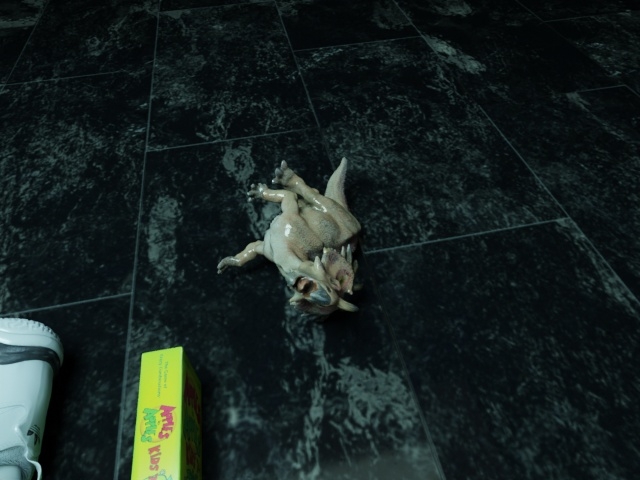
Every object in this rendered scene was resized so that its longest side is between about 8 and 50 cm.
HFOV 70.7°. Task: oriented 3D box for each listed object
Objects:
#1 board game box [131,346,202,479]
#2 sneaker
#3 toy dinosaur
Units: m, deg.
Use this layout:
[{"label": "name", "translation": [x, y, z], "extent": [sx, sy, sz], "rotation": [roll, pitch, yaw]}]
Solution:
[{"label": "board game box", "translation": [-0.147, 0.210, 0.444], "extent": [0.043, 0.092, 0.181], "rotation": [-9, 49, -5]}, {"label": "sneaker", "translation": [-0.440, 0.216, 0.417], "extent": [0.366, 0.137, 0.210], "rotation": [-16, 47, -16]}, {"label": "toy dinosaur", "translation": [0.000, 0.000, 0.616], "extent": [0.200, 0.127, 0.295], "rotation": [27, 42, 15]}]
